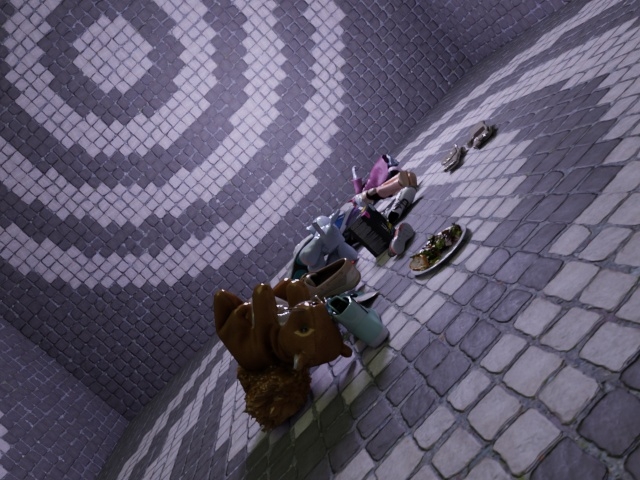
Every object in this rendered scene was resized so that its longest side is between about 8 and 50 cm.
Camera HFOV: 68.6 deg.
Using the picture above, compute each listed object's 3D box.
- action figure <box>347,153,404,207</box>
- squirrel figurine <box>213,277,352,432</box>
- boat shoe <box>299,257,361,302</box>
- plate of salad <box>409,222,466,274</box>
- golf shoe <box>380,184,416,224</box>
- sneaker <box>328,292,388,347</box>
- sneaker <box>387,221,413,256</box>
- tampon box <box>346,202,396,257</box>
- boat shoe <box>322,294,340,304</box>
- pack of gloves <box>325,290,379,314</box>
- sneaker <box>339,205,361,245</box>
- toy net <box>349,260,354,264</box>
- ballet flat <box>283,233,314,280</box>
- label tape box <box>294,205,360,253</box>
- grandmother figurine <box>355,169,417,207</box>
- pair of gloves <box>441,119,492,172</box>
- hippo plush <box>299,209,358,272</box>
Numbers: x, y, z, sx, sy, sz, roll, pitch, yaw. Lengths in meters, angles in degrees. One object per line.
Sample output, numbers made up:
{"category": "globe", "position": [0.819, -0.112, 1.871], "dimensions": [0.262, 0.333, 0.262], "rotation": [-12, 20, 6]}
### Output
{"category": "action figure", "position": [0.306, -0.297, 2.616], "dimensions": [0.370, 0.248, 0.276], "rotation": [-48, 40, 16]}
{"category": "squirrel figurine", "position": [-0.090, 0.308, 1.299], "dimensions": [0.370, 0.281, 0.397], "rotation": [6, 92, 46]}
{"category": "boat shoe", "position": [-0.027, 0.160, 1.681], "dimensions": [0.341, 0.110, 0.121], "rotation": [-28, 36, 15]}
{"category": "plate of salad", "position": [0.321, 0.017, 1.312], "dimensions": [0.200, 0.048, 0.200], "rotation": [-45, 8, 8]}
{"category": "golf shoe", "position": [0.335, -0.139, 1.946], "dimensions": [0.198, 0.077, 0.094], "rotation": [-51, 18, 12]}
{"category": "sneaker", "position": [0.086, 0.192, 1.270], "dimensions": [0.094, 0.151, 0.256], "rotation": [-48, 7, -5]}
{"category": "sneaker", "position": [0.270, -0.003, 1.629], "dimensions": [0.158, 0.061, 0.065], "rotation": [-52, 4, -39]}
{"category": "tampon box", "position": [0.199, -0.041, 1.794], "dimensions": [0.101, 0.161, 0.120], "rotation": [-41, 10, 29]}
{"category": "boat shoe", "position": [-0.011, 0.263, 1.715], "dimensions": [0.228, 0.068, 0.081], "rotation": [-49, 40, -13]}
{"category": "pack of gloves", "position": [0.057, 0.191, 1.531], "dimensions": [0.195, 0.046, 0.232], "rotation": [-23, 1, -18]}
{"category": "sneaker", "position": [0.141, -0.011, 2.171], "dimensions": [0.107, 0.124, 0.283], "rotation": [-39, -27, -61]}
{"category": "toy net", "position": [0.106, 0.142, 1.801], "dimensions": [0.122, 0.045, 0.232], "rotation": [-44, 10, -2]}
{"category": "ballet flat", "position": [-0.093, 0.101, 2.263], "dimensions": [0.139, 0.139, 0.400], "rotation": [-67, 2, -68]}
{"category": "label tape box", "position": [0.057, -0.017, 2.346], "dimensions": [0.240, 0.106, 0.334], "rotation": [-26, -9, -48]}
{"category": "grandmother figurine", "position": [0.303, -0.238, 2.250], "dimensions": [0.342, 0.208, 0.104], "rotation": [-21, 66, 48]}
{"category": "pair of gloves", "position": [0.591, -0.378, 1.899], "dimensions": [0.240, 0.042, 0.204], "rotation": [-44, 12, 24]}
{"category": "hippo plush", "position": [0.000, 0.000, 2.025], "dimensions": [0.234, 0.294, 0.236], "rotation": [-27, 28, -3]}
